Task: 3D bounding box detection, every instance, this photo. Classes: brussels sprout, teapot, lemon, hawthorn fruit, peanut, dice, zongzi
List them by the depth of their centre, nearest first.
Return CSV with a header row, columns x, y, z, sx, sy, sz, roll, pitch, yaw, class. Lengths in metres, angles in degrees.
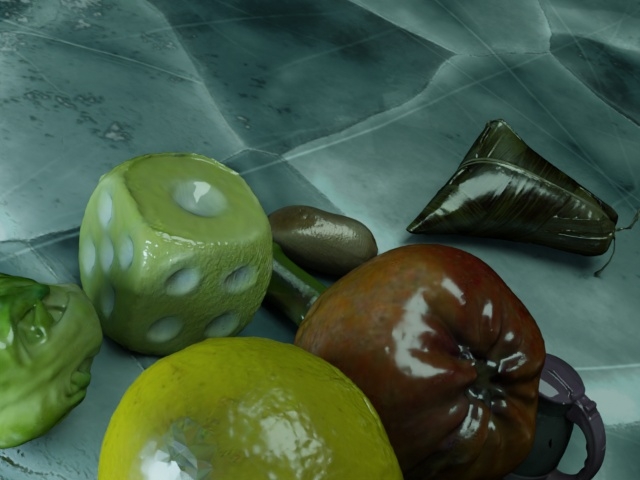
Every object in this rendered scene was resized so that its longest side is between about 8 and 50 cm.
x,y,z,sx,sy,sz,roll,pitch,yaw,class
-0.063,0.233,1.516,0.297,0.297,0.297,15,37,-12,lemon
-0.332,0.112,1.631,0.223,0.161,0.223,9,17,-3,brussels sprout
0.084,0.142,1.752,0.277,0.277,0.298,-13,14,-40,hawthorn fruit
-0.164,0.014,1.829,0.166,0.169,0.169,0,42,-31,dice
0.242,0.205,1.835,0.116,0.146,0.148,1,42,-29,teapot
0.000,0.000,2.026,0.152,0.076,0.076,16,36,-14,peanut
0.266,-0.014,2.187,0.248,0.111,0.241,36,55,7,zongzi

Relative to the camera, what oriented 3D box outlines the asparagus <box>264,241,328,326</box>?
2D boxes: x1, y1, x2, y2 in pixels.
x,y,z,sx,sy,sz,roll,pitch,yaw,class
-0.030,0.063,1.941,0.278,0.060,0.067,37,57,17,asparagus
